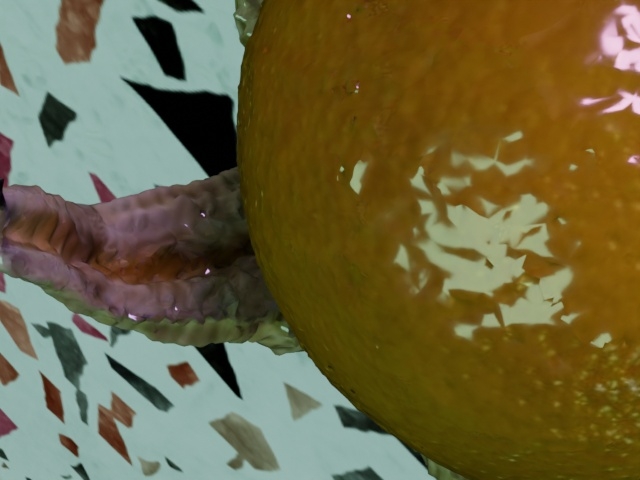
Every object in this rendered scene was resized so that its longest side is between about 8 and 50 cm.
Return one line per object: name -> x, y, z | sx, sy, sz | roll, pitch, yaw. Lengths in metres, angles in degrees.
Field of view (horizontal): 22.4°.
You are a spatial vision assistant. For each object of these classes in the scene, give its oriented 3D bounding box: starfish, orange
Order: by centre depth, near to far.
orange -> 0.100, -0.036, 0.588 | 0.274, 0.274, 0.274 | 29, 143, 25
starfish -> 0.000, 0.000, 0.728 | 0.432, 0.324, 0.082 | 48, 133, -9
